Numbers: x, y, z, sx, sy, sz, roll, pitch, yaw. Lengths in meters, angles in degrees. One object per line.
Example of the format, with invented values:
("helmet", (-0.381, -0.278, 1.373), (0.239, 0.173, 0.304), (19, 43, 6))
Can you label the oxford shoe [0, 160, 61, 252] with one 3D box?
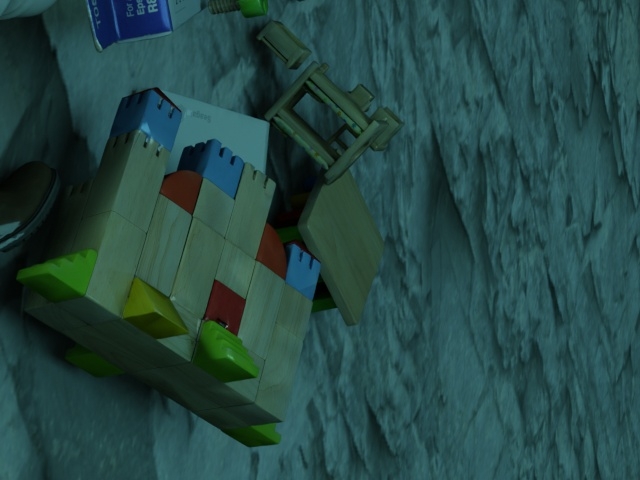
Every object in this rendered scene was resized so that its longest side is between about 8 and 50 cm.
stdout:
("oxford shoe", (-0.333, -0.027, 1.532), (0.227, 0.083, 0.096), (-45, 118, -45))

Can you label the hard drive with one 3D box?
("hard drive", (-0.145, 0.000, 1.814), (0.203, 0.040, 0.307), (12, 81, -52))

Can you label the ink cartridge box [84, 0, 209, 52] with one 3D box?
("ink cartridge box", (-0.188, -0.371, 1.606), (0.330, 0.071, 0.324), (-74, 155, -73))

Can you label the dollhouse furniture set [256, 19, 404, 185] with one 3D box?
("dollhouse furniture set", (-0.008, -0.167, 1.975), (0.182, 0.101, 0.161), (45, 13, 8))

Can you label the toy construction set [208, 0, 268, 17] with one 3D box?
("toy construction set", (-0.001, -0.421, 1.755), (0.309, 0.237, 0.257), (-65, 144, -61))

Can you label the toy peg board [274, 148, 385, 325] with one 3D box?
("toy peg board", (0.000, 0.000, 1.993), (0.161, 0.079, 0.160), (64, 29, -31))

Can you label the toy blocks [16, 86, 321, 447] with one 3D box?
("toy blocks", (-0.136, 0.017, 1.677), (0.381, 0.191, 0.261), (37, 54, -37))

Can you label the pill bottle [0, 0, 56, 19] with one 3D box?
("pill bottle", (-0.373, -0.258, 1.393), (0.318, 0.176, 0.176), (-11, 100, -52))
